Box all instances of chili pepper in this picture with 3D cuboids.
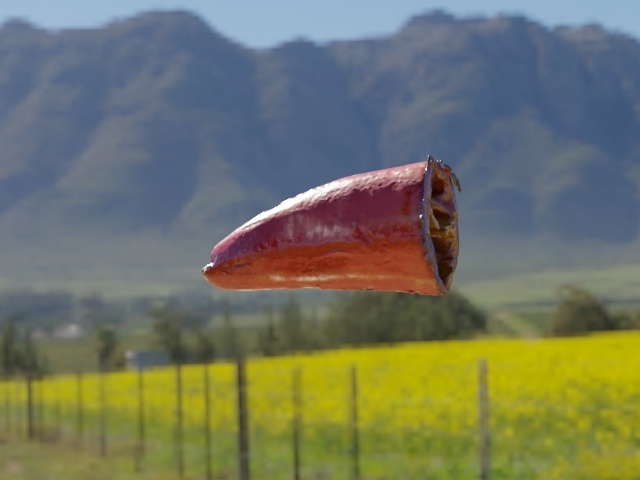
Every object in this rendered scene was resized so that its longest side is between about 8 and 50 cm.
[{"bbox_3d":[0.001,0.005,1.104,0.169,0.088,0.065,-11,-38,23],"label":"chili pepper"}]
